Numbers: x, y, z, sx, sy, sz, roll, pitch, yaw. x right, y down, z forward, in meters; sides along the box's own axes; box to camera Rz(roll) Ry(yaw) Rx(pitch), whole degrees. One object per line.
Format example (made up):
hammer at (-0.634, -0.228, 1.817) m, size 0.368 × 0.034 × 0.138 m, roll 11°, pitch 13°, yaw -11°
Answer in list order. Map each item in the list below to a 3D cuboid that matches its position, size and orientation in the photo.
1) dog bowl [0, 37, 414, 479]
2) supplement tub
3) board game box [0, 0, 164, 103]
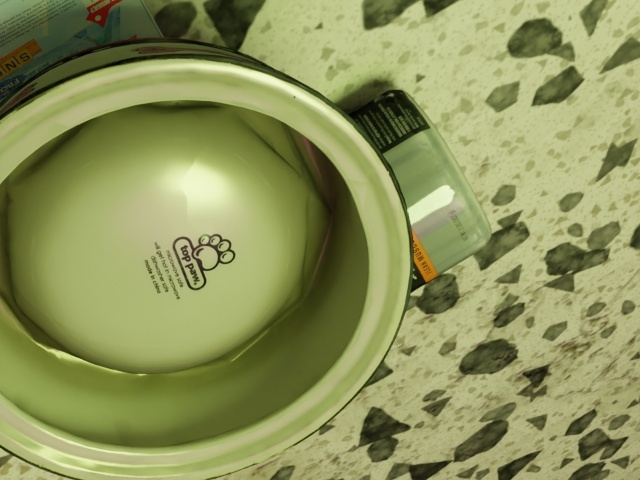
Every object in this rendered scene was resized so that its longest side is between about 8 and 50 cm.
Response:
dog bowl at (-0.135, 0.008, 1.109) m, size 0.407 × 0.150 × 0.408 m, roll -6°, pitch 120°, yaw -11°
supplement tub at (0.000, 0.000, 1.342) m, size 0.316 × 0.194 × 0.193 m, roll -32°, pitch 142°, yaw 3°
board game box at (-0.270, -0.095, 1.163) m, size 0.318 × 0.066 × 0.318 m, roll -29°, pitch 142°, yaw -2°
